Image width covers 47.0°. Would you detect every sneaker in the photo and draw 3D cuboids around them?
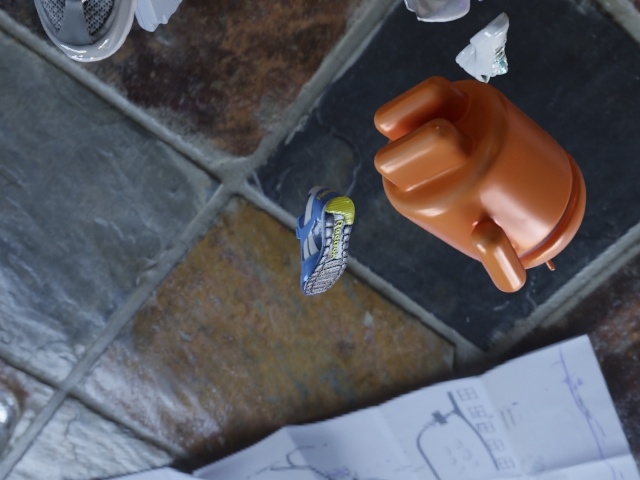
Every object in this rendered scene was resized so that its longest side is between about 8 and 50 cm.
[{"bbox_3d":[0.000,0.000,0.877,0.053,0.059,0.144,-10,127,-37],"label":"sneaker"},{"bbox_3d":[-0.222,-0.295,0.627,0.105,0.115,0.281,1,110,1],"label":"sneaker"},{"bbox_3d":[0.338,-0.369,1.441,0.080,0.212,0.094,-38,88,-5],"label":"sneaker"}]

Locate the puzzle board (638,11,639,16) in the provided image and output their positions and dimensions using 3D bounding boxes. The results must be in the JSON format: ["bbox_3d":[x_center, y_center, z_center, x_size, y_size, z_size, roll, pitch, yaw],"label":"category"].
[{"bbox_3d":[0.699,-0.425,1.449,0.096,0.128,0.011,-28,155,29],"label":"puzzle board"}]

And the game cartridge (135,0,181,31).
[{"bbox_3d":[-0.198,-0.474,1.060,0.062,0.297,0.198,23,161,12],"label":"game cartridge"}]

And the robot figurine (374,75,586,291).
[{"bbox_3d":[0.140,-0.049,0.626,0.219,0.158,0.128,27,103,-37],"label":"robot figurine"}]

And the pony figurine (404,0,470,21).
[{"bbox_3d":[0.189,-0.484,1.140,0.350,0.363,0.303,-6,105,-36],"label":"pony figurine"}]
